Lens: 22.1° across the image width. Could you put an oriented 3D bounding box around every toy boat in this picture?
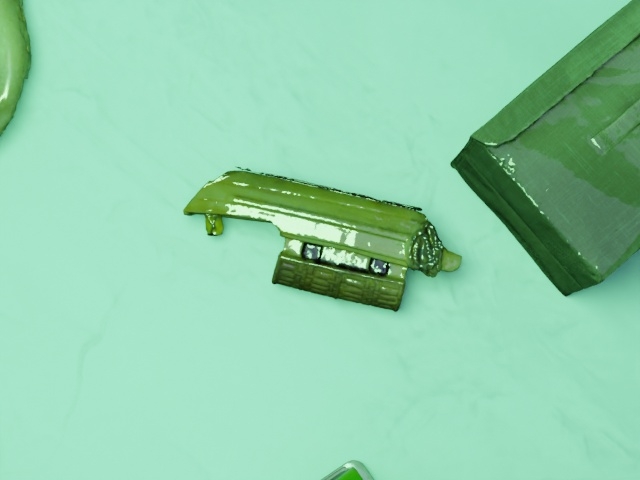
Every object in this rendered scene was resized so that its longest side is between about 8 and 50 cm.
[{"bbox_3d":[0.000,0.000,1.321,0.226,0.068,0.088,12,89,-1],"label":"toy boat"}]

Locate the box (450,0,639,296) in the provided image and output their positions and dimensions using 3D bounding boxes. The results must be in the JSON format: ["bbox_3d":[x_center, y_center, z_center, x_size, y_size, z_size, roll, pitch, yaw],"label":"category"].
[{"bbox_3d":[0.243,-0.089,1.294,0.231,0.155,0.149,-40,86,-6],"label":"box"}]

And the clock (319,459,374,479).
[{"bbox_3d":[0.050,0.288,1.168,0.166,0.309,0.235,-35,86,-4],"label":"clock"}]

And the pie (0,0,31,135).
[{"bbox_3d":[-0.401,-0.170,1.326,0.339,0.077,0.339,0,85,-5],"label":"pie"}]
